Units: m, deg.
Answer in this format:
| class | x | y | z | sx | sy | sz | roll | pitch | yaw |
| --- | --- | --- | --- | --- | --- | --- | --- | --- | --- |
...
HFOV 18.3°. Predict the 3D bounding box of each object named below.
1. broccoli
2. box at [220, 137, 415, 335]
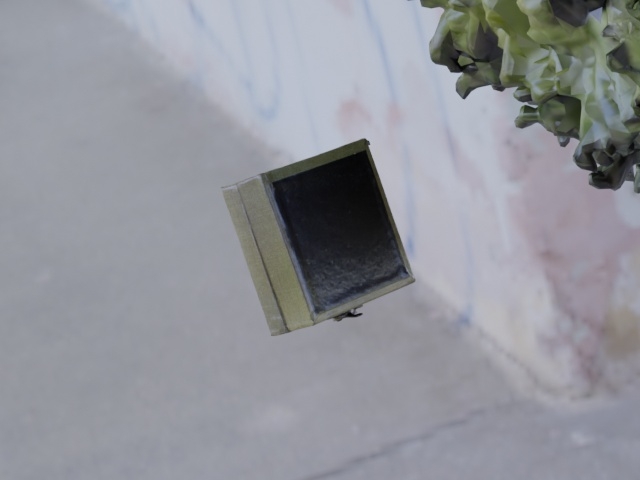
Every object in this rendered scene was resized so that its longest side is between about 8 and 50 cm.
| class | x | y | z | sx | sy | sz | roll | pitch | yaw |
| --- | --- | --- | --- | --- | --- | --- | --- | --- | --- |
| broccoli | 0.201 | -0.186 | 1.036 | 0.334 | 0.272 | 0.324 | -37 | 0 | 3 |
| box | 0.000 | 0.000 | 0.983 | 0.079 | 0.083 | 0.035 | -22 | 3 | -44 |
